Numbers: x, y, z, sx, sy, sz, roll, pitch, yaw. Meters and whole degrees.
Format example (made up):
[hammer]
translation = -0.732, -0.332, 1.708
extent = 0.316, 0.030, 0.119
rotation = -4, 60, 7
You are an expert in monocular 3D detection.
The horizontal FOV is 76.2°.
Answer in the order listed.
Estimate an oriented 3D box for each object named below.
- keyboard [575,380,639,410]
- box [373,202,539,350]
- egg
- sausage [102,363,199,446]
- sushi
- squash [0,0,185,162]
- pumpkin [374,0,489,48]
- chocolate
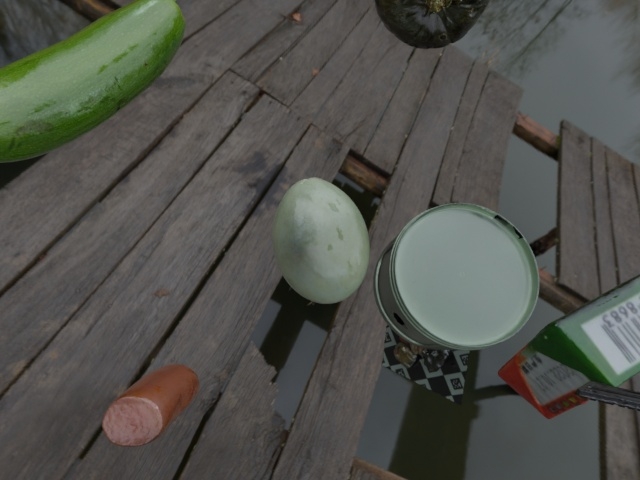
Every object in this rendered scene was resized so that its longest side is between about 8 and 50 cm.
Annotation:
[keyboard]
translation = 0.303, 0.139, 0.334
extent = 0.053, 0.155, 0.010
rotation = 6, 84, -43
[box]
translation = 0.211, 0.064, 0.671
extent = 0.227, 0.149, 0.225
rotation = 1, 75, -3
[egg]
translation = 0.000, 0.000, 0.486
extent = 0.114, 0.114, 0.151
rotation = -9, 87, -30
[sausage]
translation = -0.326, 0.319, 0.827
extent = 0.114, 0.259, 0.113
rotation = 0, 88, 0
[sushi]
translation = 0.227, 0.237, 0.941
extent = 0.220, 0.231, 0.047
rotation = 16, 17, 43
[squash]
translation = -0.233, -0.169, 0.418
extent = 0.082, 0.082, 0.292
rotation = 33, 53, -3
[pumpkin]
translation = 0.213, -0.474, 0.768
extent = 0.224, 0.223, 0.157
rotation = 19, 52, -13
[chocolate]
translation = 0.639, 0.234, 0.928
extent = 0.361, 0.341, 0.161
rotation = -23, 58, -13
